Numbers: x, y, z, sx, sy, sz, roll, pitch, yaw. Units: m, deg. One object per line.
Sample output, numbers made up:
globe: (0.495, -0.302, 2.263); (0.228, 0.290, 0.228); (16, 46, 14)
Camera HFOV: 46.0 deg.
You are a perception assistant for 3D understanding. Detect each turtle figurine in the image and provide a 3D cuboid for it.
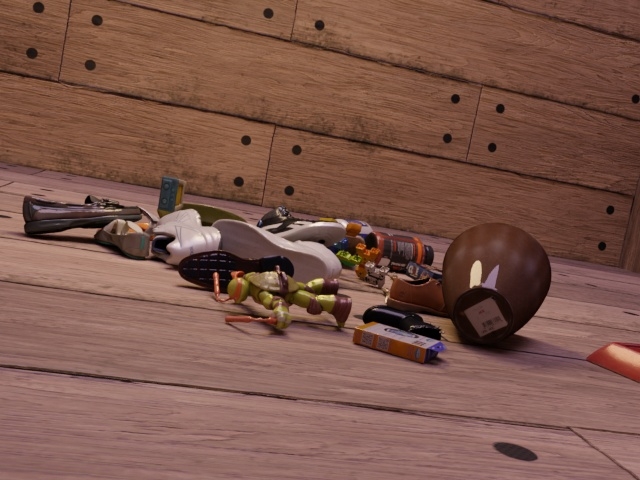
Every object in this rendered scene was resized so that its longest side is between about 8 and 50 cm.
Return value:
turtle figurine: (-0.070, 0.085, 1.267); (0.217, 0.087, 0.269); (8, 6, -24)

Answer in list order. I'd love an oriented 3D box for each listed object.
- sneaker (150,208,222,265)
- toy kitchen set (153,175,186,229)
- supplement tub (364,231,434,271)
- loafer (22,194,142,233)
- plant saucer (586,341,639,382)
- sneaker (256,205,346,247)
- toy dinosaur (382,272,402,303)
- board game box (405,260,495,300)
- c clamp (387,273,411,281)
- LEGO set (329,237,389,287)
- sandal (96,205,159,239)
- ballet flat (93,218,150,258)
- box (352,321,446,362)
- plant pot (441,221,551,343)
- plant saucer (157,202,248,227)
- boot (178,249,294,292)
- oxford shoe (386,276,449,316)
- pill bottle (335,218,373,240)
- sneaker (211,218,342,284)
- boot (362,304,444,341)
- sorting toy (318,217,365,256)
sneaker: (-0.317, -0.008, 1.649); (0.129, 0.111, 0.297); (1, 9, -29)
toy kitchen set: (-0.292, -0.054, 1.797); (0.207, 0.166, 0.122); (11, 6, 7)
supplement tub: (0.226, 0.037, 2.169); (0.198, 0.106, 0.106); (8, 6, -23)
loafer: (-0.523, -0.069, 1.673); (0.267, 0.084, 0.096); (-8, -5, -41)
plant saucer: (0.661, 0.236, 1.346); (0.259, 0.048, 0.258); (7, 7, -27)
sneaker: (-0.053, -0.040, 1.783); (0.217, 0.079, 0.121); (-10, 47, 3)
toy dinosaur: (0.185, 0.108, 1.679); (0.183, 0.053, 0.092); (5, 9, -43)
board game box: (0.359, 0.111, 1.923); (0.243, 0.042, 0.165); (13, 5, -16)
c clamp: (0.214, 0.109, 1.892); (0.137, 0.022, 0.160); (15, 4, -11)
LEGO set: (0.075, 0.059, 1.860); (0.227, 0.093, 0.087); (19, 40, 24)
sandal: (-0.455, -0.045, 1.856); (0.102, 0.076, 0.265); (12, 6, 11)
ballet flat: (-0.428, -0.012, 1.640); (0.072, 0.068, 0.213); (6, 8, -40)
box: (0.128, 0.162, 1.191); (0.136, 0.028, 0.081); (16, 7, 24)
plant pot: (0.318, 0.099, 1.414); (0.215, 0.215, 0.230); (12, 20, 14)
plant saucer: (-0.309, -0.041, 1.972); (0.241, 0.037, 0.241); (6, -16, 2)
boot: (-0.170, 0.068, 1.445); (0.219, 0.082, 0.106); (4, -14, -19)
oxford shoe: (0.247, 0.118, 1.592); (0.212, 0.076, 0.076); (10, 4, -19)
pill bottle: (0.070, -0.009, 2.285); (0.112, 0.112, 0.186); (15, 7, 35)
sneaker: (-0.096, 0.034, 1.688); (0.292, 0.108, 0.169); (23, 7, 16)
boot: (0.141, 0.147, 1.284); (0.121, 0.045, 0.099); (10, 9, -16)
sorting toy: (0.000, 0.000, 2.028); (0.229, 0.041, 0.307); (13, -16, -8)
